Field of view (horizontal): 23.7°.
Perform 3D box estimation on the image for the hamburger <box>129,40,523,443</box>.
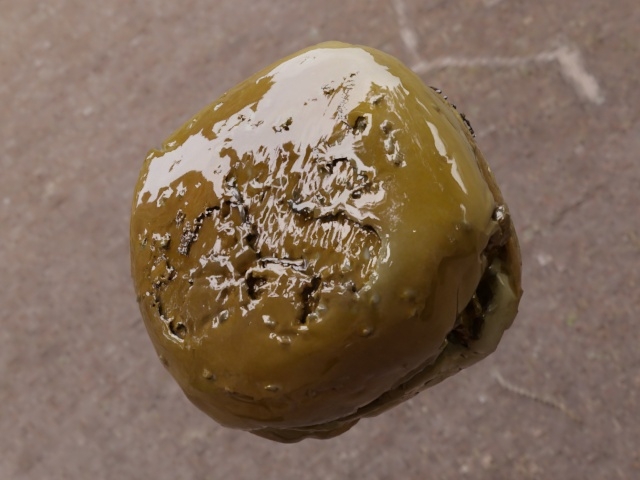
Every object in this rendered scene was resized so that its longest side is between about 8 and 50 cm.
[{"bbox_3d":[-0.007,0.000,1.217,0.304,0.174,0.284,-32,64,14],"label":"hamburger"}]
